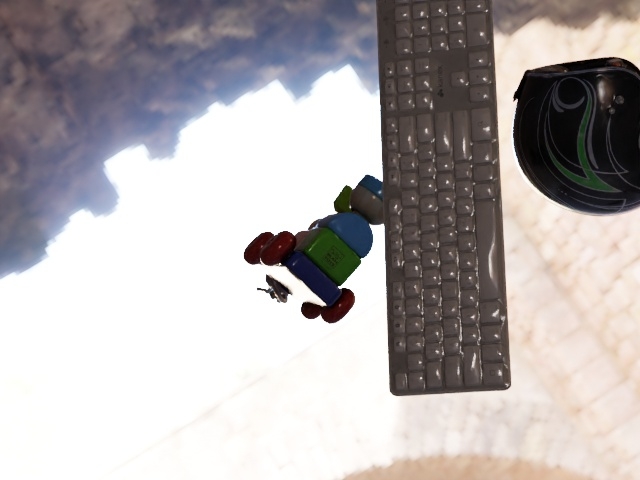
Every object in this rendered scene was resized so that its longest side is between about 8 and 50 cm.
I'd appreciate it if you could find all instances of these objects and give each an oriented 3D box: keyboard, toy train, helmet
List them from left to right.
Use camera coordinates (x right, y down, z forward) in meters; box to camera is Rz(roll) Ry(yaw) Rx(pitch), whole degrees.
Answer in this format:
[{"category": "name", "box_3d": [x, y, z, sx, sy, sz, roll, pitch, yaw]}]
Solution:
[{"category": "toy train", "box_3d": [0.000, 0.000, 1.620, 0.143, 0.105, 0.248, -47, 10, -9]}, {"category": "keyboard", "box_3d": [0.072, -0.036, 0.922, 0.072, 0.256, 0.014, -6, -14, 20]}, {"category": "helmet", "box_3d": [0.286, -0.104, 1.612, 0.170, 0.161, 0.169, -7, 11, 1]}]
